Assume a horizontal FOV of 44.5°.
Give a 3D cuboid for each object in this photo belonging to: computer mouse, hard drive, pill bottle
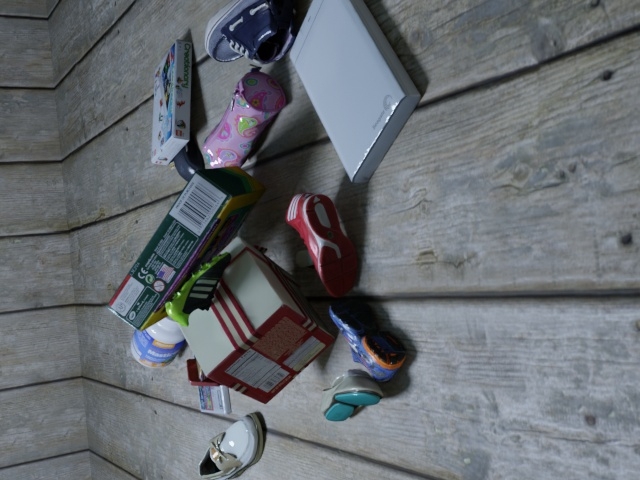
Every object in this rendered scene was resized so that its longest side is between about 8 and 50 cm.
[{"bbox_3d":[-0.418,-0.248,2.289,0.184,0.060,0.262,-51,52,48],"label":"computer mouse"},{"bbox_3d":[0.053,-0.321,1.514,0.233,0.047,0.353,-58,47,45],"label":"hard drive"},{"bbox_3d":[-0.472,0.264,2.362,0.272,0.152,0.152,-54,50,48],"label":"pill bottle"}]

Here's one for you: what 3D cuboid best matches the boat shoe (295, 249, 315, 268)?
[{"bbox_3d":[0.007,0.038,1.649,0.133,0.042,0.049,-1,88,45],"label":"boat shoe"}]

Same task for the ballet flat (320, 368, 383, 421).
[{"bbox_3d":[0.058,0.298,1.559,0.248,0.086,0.086,-48,54,59],"label":"ballet flat"}]

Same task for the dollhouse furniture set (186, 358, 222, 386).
[{"bbox_3d":[-0.280,0.201,2.084,0.374,0.152,0.201,-117,33,-61],"label":"dollhouse furniture set"}]

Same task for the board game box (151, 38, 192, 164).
[{"bbox_3d":[-0.425,-0.391,2.229,0.193,0.053,0.305,-29,58,56],"label":"board game box"}]

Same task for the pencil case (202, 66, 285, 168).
[{"bbox_3d":[-0.186,-0.277,1.844,0.284,0.124,0.124,-47,55,52],"label":"pencil case"}]

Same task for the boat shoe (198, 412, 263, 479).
[{"bbox_3d":[-0.239,0.561,2.069,0.113,0.103,0.302,63,142,32],"label":"boat shoe"}]

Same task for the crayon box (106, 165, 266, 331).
[{"bbox_3d":[-0.293,0.007,1.778,0.106,0.313,0.363,36,101,3],"label":"crayon box"}]

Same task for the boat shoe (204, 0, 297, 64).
[{"bbox_3d":[-0.165,-0.455,1.773,0.340,0.127,0.158,-32,60,55],"label":"boat shoe"}]

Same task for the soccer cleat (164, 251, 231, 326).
[{"bbox_3d":[-0.237,0.097,1.586,0.072,0.179,0.060,50,156,-16],"label":"soccer cleat"}]

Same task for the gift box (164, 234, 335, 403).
[{"bbox_3d":[-0.153,0.178,1.693,0.255,0.276,0.258,-40,51,2],"label":"gift box"}]

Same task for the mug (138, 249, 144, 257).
[{"bbox_3d":[-0.433,0.065,2.129,0.097,0.129,0.158,-146,59,-74],"label":"mug"}]

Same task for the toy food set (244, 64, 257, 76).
[{"bbox_3d":[-0.174,-0.363,1.908,0.078,0.019,0.122,32,121,53],"label":"toy food set"}]

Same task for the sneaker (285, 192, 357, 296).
[{"bbox_3d":[0.000,0.000,1.584,0.128,0.087,0.221,27,133,62],"label":"sneaker"}]

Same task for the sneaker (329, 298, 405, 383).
[{"bbox_3d":[0.078,0.193,1.519,0.221,0.083,0.087,51,141,46],"label":"sneaker"}]

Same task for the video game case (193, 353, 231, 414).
[{"bbox_3d":[-0.314,0.394,2.248,0.183,0.023,0.201,-16,82,58],"label":"video game case"}]
